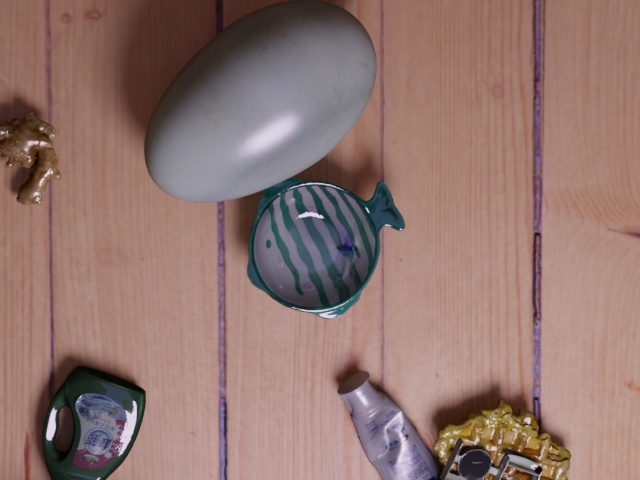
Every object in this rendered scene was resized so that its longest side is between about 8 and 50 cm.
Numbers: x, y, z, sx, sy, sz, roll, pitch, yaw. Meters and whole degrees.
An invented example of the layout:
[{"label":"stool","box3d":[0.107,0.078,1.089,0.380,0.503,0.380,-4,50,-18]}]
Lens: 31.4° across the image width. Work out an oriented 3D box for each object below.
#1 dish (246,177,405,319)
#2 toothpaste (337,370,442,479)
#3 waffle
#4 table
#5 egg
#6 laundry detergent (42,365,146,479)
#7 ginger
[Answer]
[{"label":"dish","box3d":[0.000,0.000,1.720,0.246,0.078,0.224,-27,96,-5]},{"label":"toothpaste","box3d":[0.116,0.325,1.771,0.096,0.061,0.266,-34,104,-7]},{"label":"waffle","box3d":[0.262,0.385,1.777,0.291,0.051,0.291,-3,102,-12]},{"label":"table","box3d":[0.244,0.403,1.719,0.146,0.062,0.175,21,101,-17]},{"label":"egg","box3d":[-0.088,-0.194,1.623,0.371,0.230,0.230,-35,97,1]},{"label":"laundry detergent","box3d":[-0.351,0.300,1.693,0.137,0.063,0.211,23,91,-7]},{"label":"ginger","box3d":[-0.477,-0.126,1.661,0.193,0.052,0.176,43,87,-16]}]
